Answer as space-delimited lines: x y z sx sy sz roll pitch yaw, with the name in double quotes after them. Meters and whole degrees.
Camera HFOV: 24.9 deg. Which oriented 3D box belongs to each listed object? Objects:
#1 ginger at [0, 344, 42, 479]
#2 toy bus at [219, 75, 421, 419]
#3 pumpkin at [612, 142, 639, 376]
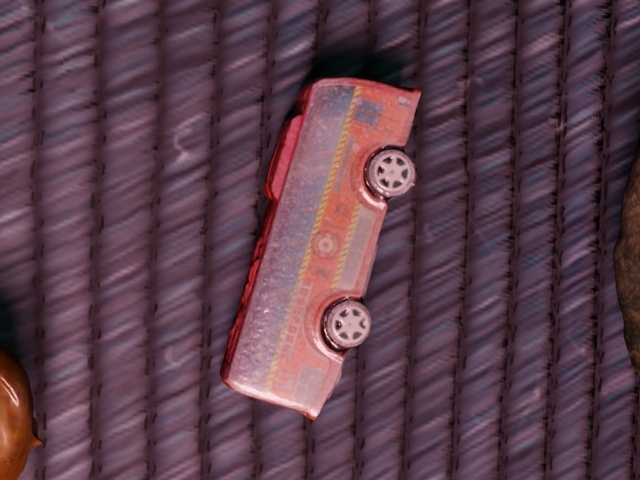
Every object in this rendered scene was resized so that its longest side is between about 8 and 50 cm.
-0.267 0.164 0.718 0.309 0.107 0.133 -35 117 -8 "ginger"
0.000 0.000 0.811 0.077 0.065 0.192 16 89 -10 "toy bus"
0.342 0.011 0.821 0.328 0.257 0.291 -11 90 -21 "pumpkin"
